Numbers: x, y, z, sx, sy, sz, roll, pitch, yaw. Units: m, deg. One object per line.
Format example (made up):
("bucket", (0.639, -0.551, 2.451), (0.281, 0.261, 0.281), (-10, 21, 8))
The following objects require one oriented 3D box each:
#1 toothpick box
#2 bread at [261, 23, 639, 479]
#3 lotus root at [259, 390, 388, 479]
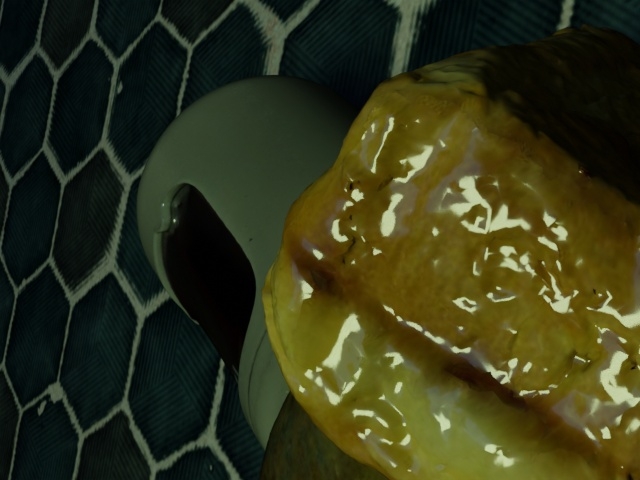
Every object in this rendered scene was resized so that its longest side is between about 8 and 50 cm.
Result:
("toothpick box", (0.000, 0.000, 0.790), (0.316, 0.229, 0.229), (49, 119, 48))
("bread", (0.120, 0.005, 0.504), (0.195, 0.344, 0.149), (40, 117, 15))
("lotus root", (0.067, 0.215, 0.601), (0.250, 0.250, 0.346), (40, 117, 49))
